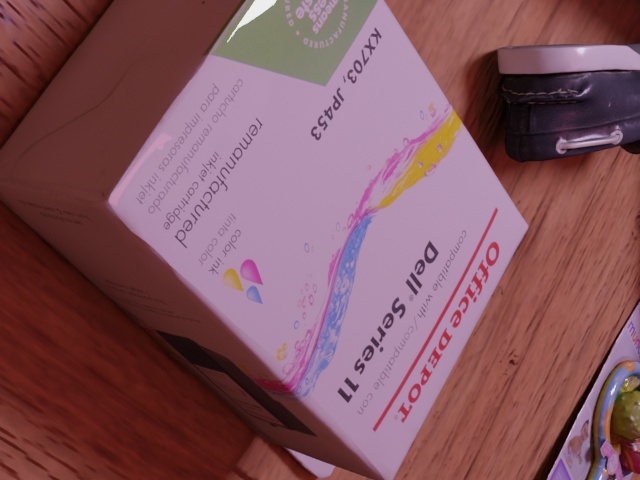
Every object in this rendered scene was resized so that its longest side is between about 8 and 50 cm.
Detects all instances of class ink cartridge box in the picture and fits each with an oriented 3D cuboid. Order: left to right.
[{"bbox_3d":[0.000,0.000,0.706,0.353,0.119,0.207,49,63,-40],"label":"ink cartridge box"}]

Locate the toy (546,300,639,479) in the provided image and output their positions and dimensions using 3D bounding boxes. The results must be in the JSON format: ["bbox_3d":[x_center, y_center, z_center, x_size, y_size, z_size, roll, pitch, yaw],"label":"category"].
[{"bbox_3d":[0.291,0.187,1.099,0.237,0.056,0.137,-51,132,-26],"label":"toy"}]

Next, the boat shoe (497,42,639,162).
[{"bbox_3d":[0.257,-0.116,0.966,0.302,0.114,0.091,-7,103,-33],"label":"boat shoe"}]
